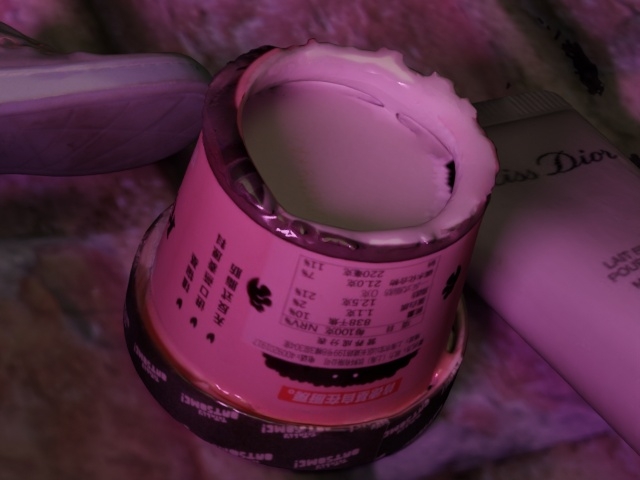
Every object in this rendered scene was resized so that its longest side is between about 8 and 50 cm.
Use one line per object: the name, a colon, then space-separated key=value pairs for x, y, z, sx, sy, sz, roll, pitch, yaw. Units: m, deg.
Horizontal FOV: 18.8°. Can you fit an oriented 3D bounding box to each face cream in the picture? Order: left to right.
face cream: x=0.142 y=0.030 z=0.878 sx=0.143 sy=0.089 sz=0.314 roll=-16 pitch=43 yaw=-29

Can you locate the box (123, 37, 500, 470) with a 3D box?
box: x=0.000 y=0.000 z=0.817 sx=0.151 sy=0.135 sz=0.151 roll=8 pitch=48 yaw=-9

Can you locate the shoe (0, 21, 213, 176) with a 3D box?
shoe: x=-0.145 y=-0.073 z=0.878 sx=0.195 sy=0.079 sz=0.078 roll=-11 pitch=65 yaw=-19
